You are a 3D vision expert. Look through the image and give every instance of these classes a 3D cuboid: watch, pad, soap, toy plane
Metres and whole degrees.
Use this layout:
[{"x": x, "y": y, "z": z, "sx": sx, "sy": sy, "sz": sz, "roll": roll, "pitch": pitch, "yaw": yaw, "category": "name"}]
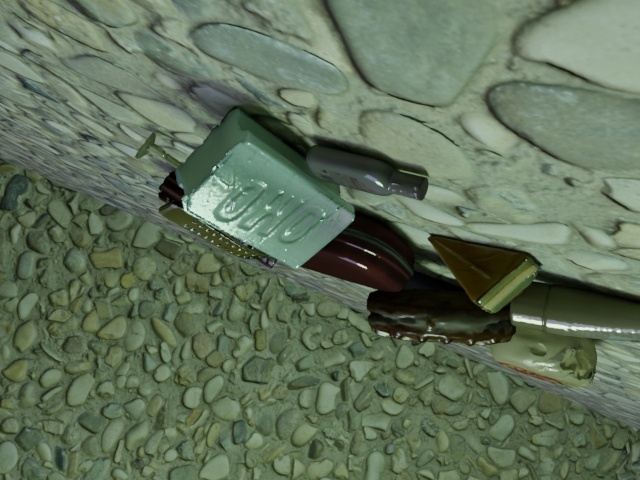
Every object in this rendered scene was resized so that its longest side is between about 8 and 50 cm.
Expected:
[{"x": -0.132, "y": -0.061, "z": 0.986, "sx": 0.102, "sy": 0.164, "sz": 0.268, "roll": -8, "pitch": 151, "yaw": 42, "category": "watch"}, {"x": 0.309, "y": 0.159, "z": 1.537, "sx": 0.250, "sy": 0.055, "sz": 0.323, "roll": 20, "pitch": 171, "yaw": 14, "category": "pad"}, {"x": -0.078, "y": -0.067, "z": 0.857, "sx": 0.261, "sy": 0.150, "sz": 0.094, "roll": 31, "pitch": -159, "yaw": -45, "category": "soap"}, {"x": -0.222, "y": -0.107, "z": 1.112, "sx": 0.286, "sy": 0.092, "sz": 0.108, "roll": 35, "pitch": 171, "yaw": -7, "category": "toy plane"}]

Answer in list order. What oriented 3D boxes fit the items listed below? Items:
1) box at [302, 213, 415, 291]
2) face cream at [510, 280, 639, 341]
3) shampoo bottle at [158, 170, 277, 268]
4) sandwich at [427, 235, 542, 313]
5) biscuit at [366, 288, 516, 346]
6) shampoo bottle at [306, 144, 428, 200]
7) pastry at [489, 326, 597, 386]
[{"x": 0.000, "y": 0.000, "z": 1.205, "sx": 0.404, "sy": 0.108, "sz": 0.263, "roll": 16, "pitch": 168, "yaw": 34, "category": "box"}, {"x": 0.485, "y": 0.128, "z": 0.925, "sx": 0.342, "sy": 0.084, "sz": 0.137, "roll": 8, "pitch": 167, "yaw": 28, "category": "face cream"}, {"x": -0.236, "y": -0.048, "z": 1.410, "sx": 0.323, "sy": 0.084, "sz": 0.129, "roll": 33, "pitch": 168, "yaw": 1, "category": "shampoo bottle"}, {"x": 0.276, "y": 0.024, "z": 0.982, "sx": 0.079, "sy": 0.113, "sz": 0.163, "roll": 31, "pitch": -158, "yaw": -44, "category": "sandwich"}, {"x": 0.259, "y": 0.161, "z": 1.261, "sx": 0.332, "sy": 0.103, "sz": 0.332, "roll": 2, "pitch": 177, "yaw": 0, "category": "biscuit"}, {"x": 0.063, "y": -0.088, "z": 0.777, "sx": 0.165, "sy": 0.040, "sz": 0.080, "roll": 17, "pitch": 168, "yaw": 28, "category": "shampoo bottle"}, {"x": 0.524, "y": 0.258, "z": 1.370, "sx": 0.265, "sy": 0.133, "sz": 0.265, "roll": 19, "pitch": 168, "yaw": 4, "category": "pastry"}]
